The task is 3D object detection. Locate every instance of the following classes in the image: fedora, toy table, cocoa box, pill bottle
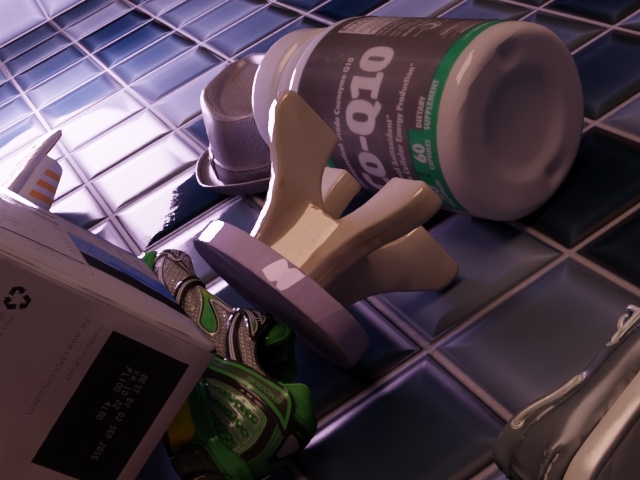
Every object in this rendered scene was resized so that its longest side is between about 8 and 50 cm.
[{"bbox_3d":[-0.083,-0.180,1.410,0.244,0.124,0.275,-21,30,9],"label":"fedora"},{"bbox_3d":[0.000,0.000,0.967,0.161,0.252,0.274,-48,32,-9],"label":"toy table"},{"bbox_3d":[-0.296,0.145,0.839,0.347,0.231,0.228,-57,32,3],"label":"cocoa box"},{"bbox_3d":[0.093,-0.148,1.141,0.204,0.204,0.361,-41,32,-24],"label":"pill bottle"}]

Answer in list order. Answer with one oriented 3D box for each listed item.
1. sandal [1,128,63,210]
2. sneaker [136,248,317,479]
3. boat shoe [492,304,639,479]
[{"bbox_3d":[-0.464,-0.053,1.577,0.265,0.076,0.102,-59,23,-13],"label":"sandal"},{"bbox_3d":[-0.099,0.113,0.986,0.146,0.134,0.343,-24,38,-9],"label":"sneaker"},{"bbox_3d":[0.250,0.074,0.758,0.319,0.116,0.099,-45,38,-20],"label":"boat shoe"}]
